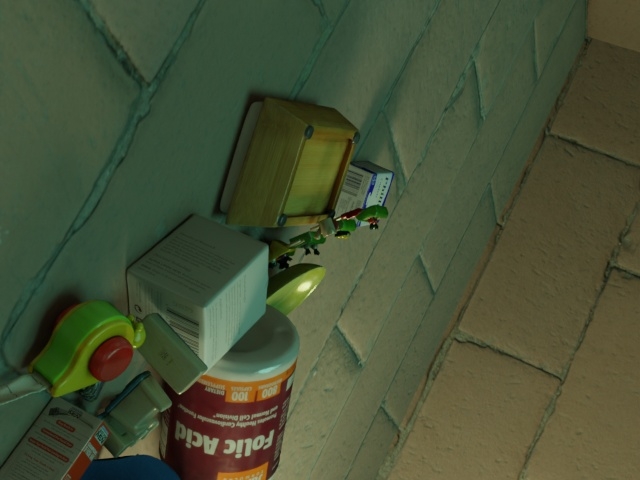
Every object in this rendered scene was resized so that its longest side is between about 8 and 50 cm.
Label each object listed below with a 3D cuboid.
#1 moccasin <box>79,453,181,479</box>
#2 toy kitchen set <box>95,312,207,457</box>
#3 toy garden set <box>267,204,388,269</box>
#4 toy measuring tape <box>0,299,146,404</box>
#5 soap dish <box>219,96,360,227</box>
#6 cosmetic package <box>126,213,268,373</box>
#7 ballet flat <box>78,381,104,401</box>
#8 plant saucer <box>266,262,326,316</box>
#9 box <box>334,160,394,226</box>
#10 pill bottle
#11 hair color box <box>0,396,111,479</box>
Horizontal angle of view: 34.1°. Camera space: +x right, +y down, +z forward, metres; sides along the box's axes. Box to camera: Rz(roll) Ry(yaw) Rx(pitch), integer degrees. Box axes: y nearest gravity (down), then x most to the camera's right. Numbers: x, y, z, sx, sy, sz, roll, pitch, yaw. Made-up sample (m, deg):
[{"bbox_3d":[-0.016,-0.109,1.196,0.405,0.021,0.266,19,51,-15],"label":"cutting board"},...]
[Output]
[{"bbox_3d":[-0.347,0.407,1.692,0.342,0.117,0.137,36,37,-56],"label":"moccasin"},{"bbox_3d":[-0.277,0.221,1.656,0.207,0.122,0.166,-44,175,8],"label":"toy kitchen set"},{"bbox_3d":[0.000,0.000,1.958,0.049,0.244,0.204,69,14,6],"label":"toy garden set"},{"bbox_3d":[-0.358,0.151,1.425,0.330,0.121,0.121,-15,125,-53],"label":"toy measuring tape"},{"bbox_3d":[-0.046,-0.131,1.874,0.291,0.118,0.229,-7,117,-65],"label":"soap dish"},{"bbox_3d":[-0.194,0.083,1.680,0.184,0.151,0.151,-45,150,-45],"label":"cosmetic package"},{"bbox_3d":[-0.339,0.191,1.602,0.114,0.041,0.041,-65,159,-9],"label":"ballet flat"},{"bbox_3d":[-0.094,0.117,2.012,0.241,0.037,0.241,-38,167,-10],"label":"plant saucer"},{"bbox_3d":[0.093,-0.104,2.307,0.137,0.072,0.126,-13,124,-66],"label":"box"},{"bbox_3d":[-0.172,0.319,1.872,0.224,0.224,0.392,-37,143,-53],"label":"pill bottle"},{"bbox_3d":[-0.393,0.320,1.519,0.167,0.093,0.053,-57,158,-25],"label":"hair color box"}]
